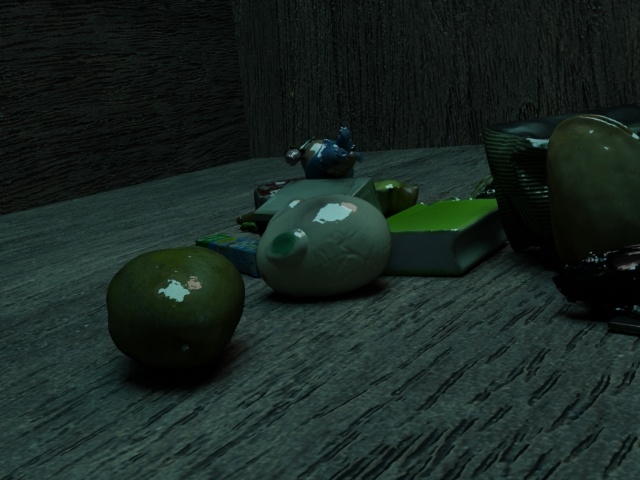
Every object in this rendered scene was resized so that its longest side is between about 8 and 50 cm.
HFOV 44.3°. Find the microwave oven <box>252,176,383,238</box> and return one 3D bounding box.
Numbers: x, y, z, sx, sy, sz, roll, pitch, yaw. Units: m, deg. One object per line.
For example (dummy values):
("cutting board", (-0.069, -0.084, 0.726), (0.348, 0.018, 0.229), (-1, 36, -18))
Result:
("microwave oven", (0.001, -0.033, 1.530), (0.204, 0.129, 0.163), (3, 32, 38))

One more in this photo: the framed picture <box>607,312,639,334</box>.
("framed picture", (0.559, 0.076, 0.988), (0.265, 0.016, 0.347), (4, 16, 44))

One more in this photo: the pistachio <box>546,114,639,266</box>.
("pistachio", (0.427, -0.060, 1.148), (0.212, 0.261, 0.162), (-8, 16, 46))

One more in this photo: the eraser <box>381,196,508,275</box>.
("eraser", (0.211, -0.010, 1.447), (0.210, 0.092, 0.274), (-1, 13, 30))

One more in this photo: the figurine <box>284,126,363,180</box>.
("figurine", (0.011, -0.172, 1.589), (0.144, 0.114, 0.178), (31, -23, -2))

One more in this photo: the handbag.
("handbag", (0.461, -0.098, 1.360), (0.340, 0.240, 0.247), (-9, 13, -11))

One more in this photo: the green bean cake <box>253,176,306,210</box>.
("green bean cake", (-0.079, -0.111, 2.110), (0.198, 0.097, 0.233), (-7, 10, -5))

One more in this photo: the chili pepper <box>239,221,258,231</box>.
("chili pepper", (-0.164, -0.034, 1.945), (0.034, 0.030, 0.091), (-43, 27, -29))

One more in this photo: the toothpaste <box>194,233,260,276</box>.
("toothpaste", (-0.166, 0.027, 1.569), (0.065, 0.050, 0.266), (-16, 14, -31))

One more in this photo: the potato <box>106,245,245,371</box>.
("potato", (-0.184, 0.085, 1.011), (0.174, 0.159, 0.251), (-30, 21, 0))

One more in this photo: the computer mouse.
("computer mouse", (0.418, 0.043, 1.007), (0.241, 0.078, 0.146), (1, 11, 33))

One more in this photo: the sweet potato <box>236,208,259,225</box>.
("sweet potato", (-0.096, -0.066, 1.946), (0.269, 0.075, 0.074), (1, 13, 32))

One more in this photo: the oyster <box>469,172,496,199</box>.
("oyster", (0.442, -0.107, 1.641), (0.350, 0.158, 0.162), (-23, -25, -11))

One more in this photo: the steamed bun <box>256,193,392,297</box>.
("steamed bun", (0.000, 0.000, 1.288), (0.228, 0.131, 0.177), (-13, 36, 10))

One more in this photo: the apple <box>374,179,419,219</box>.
("apple", (0.103, -0.059, 1.675), (0.264, 0.120, 0.193), (-8, 2, 39))
